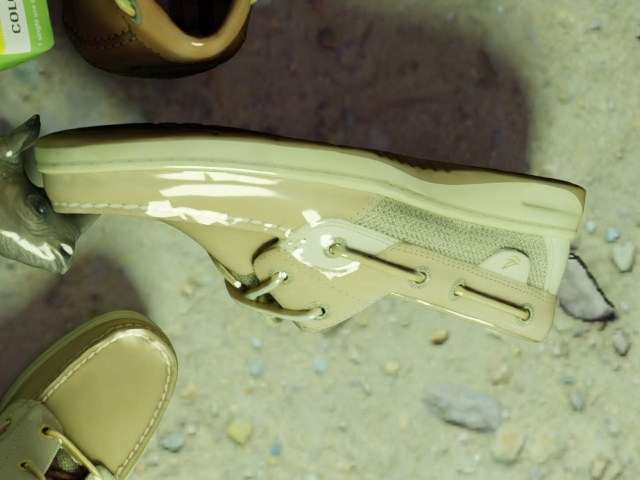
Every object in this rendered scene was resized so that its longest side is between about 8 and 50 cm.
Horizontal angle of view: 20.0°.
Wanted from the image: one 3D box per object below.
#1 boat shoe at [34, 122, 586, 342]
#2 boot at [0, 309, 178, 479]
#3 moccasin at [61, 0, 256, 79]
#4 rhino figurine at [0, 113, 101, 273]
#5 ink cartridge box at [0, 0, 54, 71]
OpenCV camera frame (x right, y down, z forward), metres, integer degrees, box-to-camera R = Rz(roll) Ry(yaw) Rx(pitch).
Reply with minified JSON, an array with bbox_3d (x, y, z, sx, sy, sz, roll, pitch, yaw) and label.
[{"bbox_3d":[0.000,0.000,0.905,0.302,0.109,0.098,7,94,-32],"label":"boat shoe"},{"bbox_3d":[-0.126,0.124,0.831,0.077,0.165,0.213,44,77,-14],"label":"boot"},{"bbox_3d":[-0.087,-0.270,0.868,0.139,0.147,0.380,1,88,-19],"label":"moccasin"},{"bbox_3d":[-0.213,-0.011,0.855,0.243,0.073,0.106,-9,81,-23],"label":"rhino figurine"},{"bbox_3d":[-0.255,-0.153,0.776,0.255,0.097,0.189,-13,93,-50],"label":"ink cartridge box"}]
